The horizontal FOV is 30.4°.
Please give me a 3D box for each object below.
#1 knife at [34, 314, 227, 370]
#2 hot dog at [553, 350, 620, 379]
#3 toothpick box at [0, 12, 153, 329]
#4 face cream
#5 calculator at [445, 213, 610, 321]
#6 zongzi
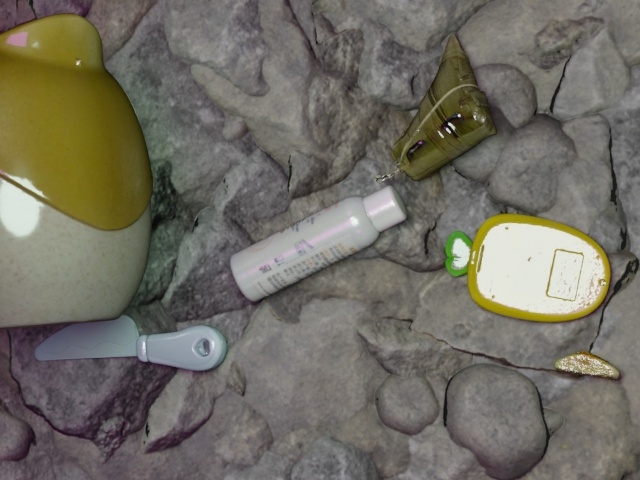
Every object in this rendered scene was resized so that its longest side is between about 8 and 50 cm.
[{"bbox_3d":[-0.301,0.155,1.827,0.331,0.044,0.080,1,88,20],"label":"knife"},{"bbox_3d":[0.369,0.170,1.627,0.090,0.030,0.034,6,80,17],"label":"hot dog"},{"bbox_3d":[-0.441,-0.085,1.697,0.409,0.409,0.425,-6,87,16],"label":"toothpick box"},{"bbox_3d":[0.000,0.000,1.721,0.269,0.082,0.082,-27,80,13],"label":"face cream"},{"bbox_3d":[0.288,0.038,1.657,0.235,0.032,0.146,10,90,15],"label":"calculator"},{"bbox_3d":[0.150,-0.185,1.704,0.189,0.081,0.178,-33,56,26],"label":"zongzi"}]
